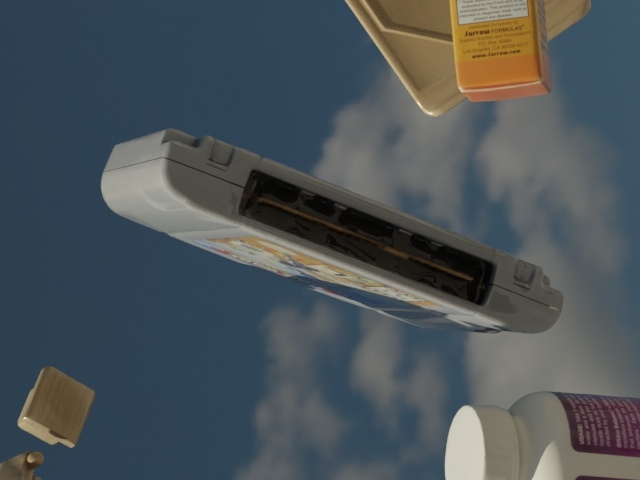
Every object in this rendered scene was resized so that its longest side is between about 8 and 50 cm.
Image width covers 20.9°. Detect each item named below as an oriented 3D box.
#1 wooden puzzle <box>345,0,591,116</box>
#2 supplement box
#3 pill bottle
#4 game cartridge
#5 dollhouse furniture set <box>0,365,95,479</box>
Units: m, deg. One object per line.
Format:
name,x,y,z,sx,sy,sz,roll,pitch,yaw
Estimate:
wooden puzzle,0.142,-0.289,1.886,0.239,0.221,0.044,54,-174,-11
supplement box,0.150,-0.241,1.498,0.078,0.080,0.233,9,-106,-76
pill bottle,0.304,0.261,2.002,0.301,0.169,0.169,6,-107,-16
game cartridge,0.000,0.000,1.218,0.297,0.198,0.062,21,-102,-18
dollhouse furniture set,-0.096,0.289,1.208,0.303,0.174,0.355,32,-127,-23
